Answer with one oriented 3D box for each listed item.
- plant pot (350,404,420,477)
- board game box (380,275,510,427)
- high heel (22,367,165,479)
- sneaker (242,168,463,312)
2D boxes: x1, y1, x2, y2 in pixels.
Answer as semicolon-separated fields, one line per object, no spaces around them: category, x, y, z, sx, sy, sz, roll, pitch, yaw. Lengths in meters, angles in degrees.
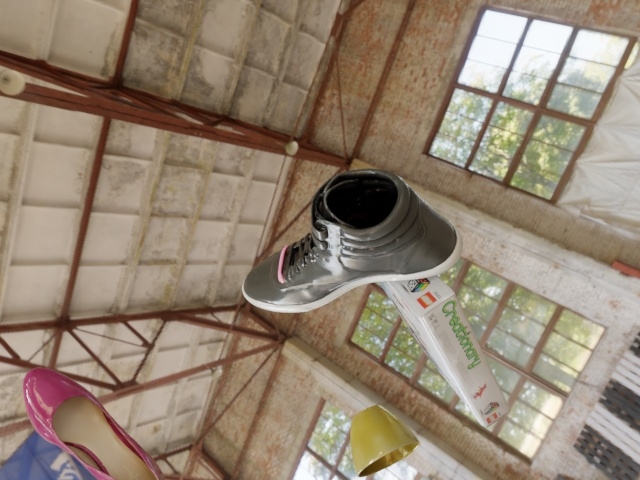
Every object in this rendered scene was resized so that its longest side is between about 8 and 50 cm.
plant pot;0.109;0.376;0.926;0.134;0.095;0.134;-19;-36;-15
board game box;0.162;0.122;0.698;0.053;0.193;0.305;-35;-51;0
high heel;-0.301;0.262;0.645;0.117;0.244;0.082;-30;4;45
sneaker;0.000;0.000;0.565;0.147;0.295;0.105;44;-141;-44
